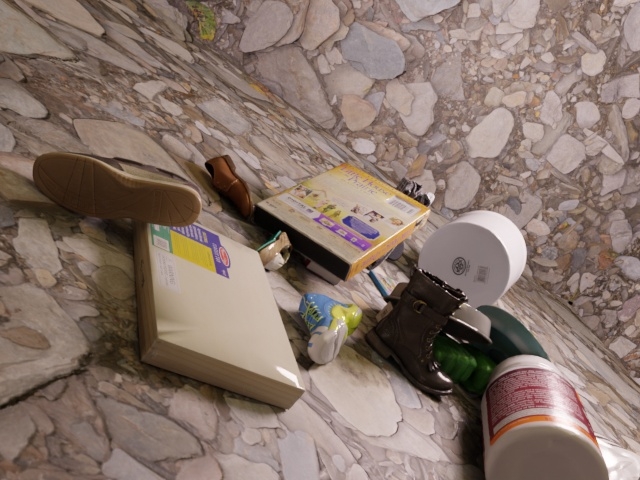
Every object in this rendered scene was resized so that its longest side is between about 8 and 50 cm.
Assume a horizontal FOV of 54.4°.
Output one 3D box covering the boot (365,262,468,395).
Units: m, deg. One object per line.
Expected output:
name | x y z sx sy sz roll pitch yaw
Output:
boot | 0.254 0.206 1.414 0.263 0.229 0.091 38 17 -3

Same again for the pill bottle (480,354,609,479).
pill bottle | 0.462 0.407 1.338 0.224 0.224 0.392 39 18 2

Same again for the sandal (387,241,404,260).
sandal | 0.199 -0.029 2.143 0.254 0.097 0.054 49 -7 28

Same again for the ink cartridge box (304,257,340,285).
ink cartridge box | 0.011 0.043 1.624 0.099 0.056 0.135 31 19 -21

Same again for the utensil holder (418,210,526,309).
utensil holder | 0.534 0.067 2.188 0.327 0.327 0.385 43 21 14

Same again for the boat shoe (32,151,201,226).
boat shoe | -0.349 -0.095 1.097 0.285 0.102 0.092 11 20 -10

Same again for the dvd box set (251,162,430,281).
dvd box set | 0.066 -0.068 1.657 0.308 0.062 0.420 32 36 21

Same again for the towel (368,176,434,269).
towel | 0.224 -0.062 1.938 0.121 0.283 0.235 39 16 4

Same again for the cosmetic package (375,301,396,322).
cosmetic package | 0.205 0.209 1.595 0.115 0.060 0.041 29 21 -25

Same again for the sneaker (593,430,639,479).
sneaker | 0.592 0.558 1.387 0.258 0.169 0.448 29 21 38

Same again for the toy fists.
toy fists | 0.360 0.314 1.585 0.279 0.096 0.142 28 5 -32

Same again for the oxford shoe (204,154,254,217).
oxford shoe | -0.234 -0.132 1.587 0.076 0.076 0.212 -15 52 -31

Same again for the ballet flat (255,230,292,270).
ballet flat | -0.104 0.029 1.415 0.067 0.073 0.206 53 20 -4

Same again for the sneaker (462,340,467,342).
sneaker | 0.451 0.280 1.933 0.070 0.051 0.134 43 21 9

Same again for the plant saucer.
plant saucer | 0.492 0.319 1.645 0.317 0.044 0.317 50 -24 31

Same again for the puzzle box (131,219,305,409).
puzzle box | -0.191 0.097 1.090 0.272 0.052 0.409 27 20 -31

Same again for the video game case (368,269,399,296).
video game case | 0.225 0.152 1.853 0.166 0.015 0.119 25 22 -38

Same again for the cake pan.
cake pan | 0.303 0.184 1.584 0.293 0.054 0.293 24 -11 5

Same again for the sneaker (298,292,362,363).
sneaker | -0.005 0.171 1.260 0.126 0.091 0.240 24 14 15
